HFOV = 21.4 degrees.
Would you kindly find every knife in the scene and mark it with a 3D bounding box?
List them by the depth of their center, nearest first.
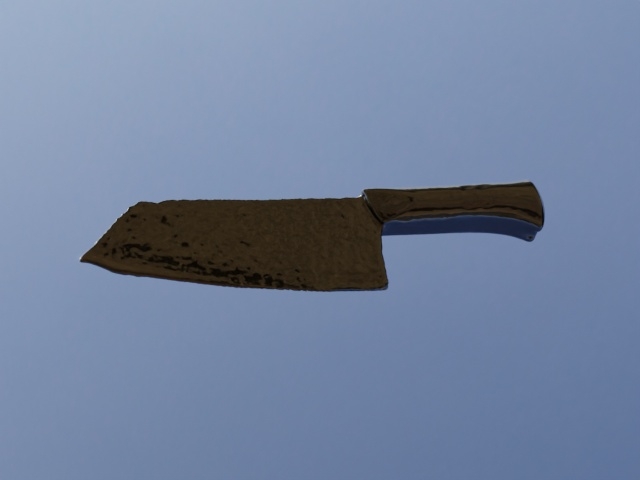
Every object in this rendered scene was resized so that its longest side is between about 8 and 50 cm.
[{"bbox_3d":[0.000,0.000,0.808,0.230,0.028,0.060,-2,-124,-15],"label":"knife"}]
